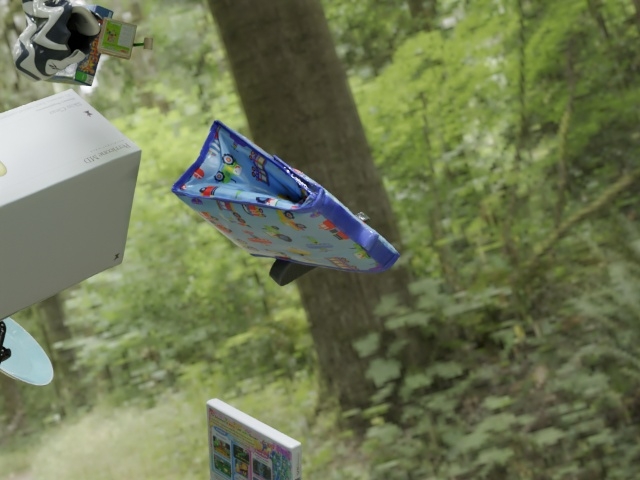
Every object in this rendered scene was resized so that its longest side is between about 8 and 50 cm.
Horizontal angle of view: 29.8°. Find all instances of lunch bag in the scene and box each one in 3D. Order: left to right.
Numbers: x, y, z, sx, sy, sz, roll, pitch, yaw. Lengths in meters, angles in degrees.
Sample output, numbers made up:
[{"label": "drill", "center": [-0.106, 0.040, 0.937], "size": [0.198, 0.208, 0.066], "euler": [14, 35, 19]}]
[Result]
[{"label": "lunch bag", "center": [-0.035, -0.037, 1.769], "size": [0.293, 0.138, 0.221], "euler": [23, -12, 40]}]

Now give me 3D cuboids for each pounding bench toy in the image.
[{"label": "pounding bench toy", "center": [-0.306, -0.314, 1.897], "size": [0.083, 0.052, 0.065], "euler": [13, 1, -9]}]

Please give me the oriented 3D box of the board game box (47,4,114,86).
[{"label": "board game box", "center": [-0.434, -0.341, 2.093], "size": [0.035, 0.136, 0.201], "euler": [17, -1, -35]}]

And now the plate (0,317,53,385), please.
[{"label": "plate", "center": [-0.516, 0.175, 1.956], "size": [0.024, 0.188, 0.188], "euler": [-46, -8, 10]}]

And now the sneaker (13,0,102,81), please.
[{"label": "sneaker", "center": [-0.417, -0.382, 1.976], "size": [0.153, 0.234, 0.094], "euler": [-7, -27, 28]}]

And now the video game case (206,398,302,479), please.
[{"label": "video game case", "center": [-0.076, 0.272, 1.386], "size": [0.019, 0.143, 0.157], "euler": [-16, 24, -39]}]

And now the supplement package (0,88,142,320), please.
[{"label": "supplement package", "center": [-0.375, -0.034, 1.473], "size": [0.262, 0.145, 0.204], "euler": [-29, -31, -40]}]

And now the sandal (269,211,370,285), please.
[{"label": "sandal", "center": [0.000, 0.000, 2.016], "size": [0.254, 0.054, 0.097], "euler": [-23, -31, -50]}]

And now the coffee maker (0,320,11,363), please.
[{"label": "coffee maker", "center": [-0.558, 0.193, 1.759], "size": [0.178, 0.120, 0.171], "euler": [-30, 22, 46]}]
